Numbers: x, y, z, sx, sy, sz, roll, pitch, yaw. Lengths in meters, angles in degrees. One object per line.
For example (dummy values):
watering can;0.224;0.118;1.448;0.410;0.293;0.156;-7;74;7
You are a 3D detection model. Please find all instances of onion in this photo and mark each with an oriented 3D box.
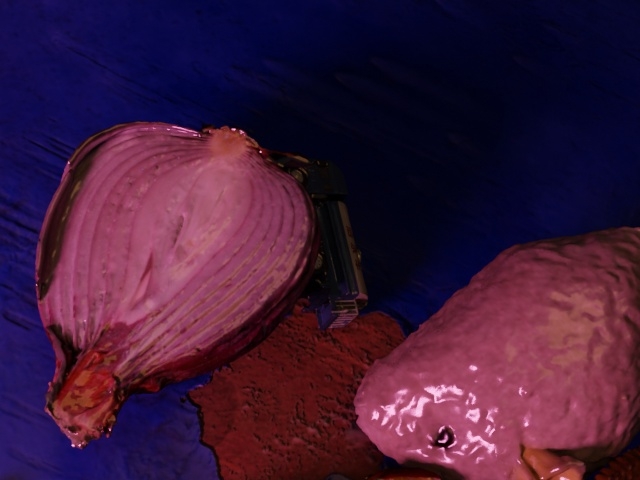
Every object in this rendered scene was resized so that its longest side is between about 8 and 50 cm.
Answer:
onion;-0.160;0.054;0.867;0.267;0.159;0.348;24;64;11

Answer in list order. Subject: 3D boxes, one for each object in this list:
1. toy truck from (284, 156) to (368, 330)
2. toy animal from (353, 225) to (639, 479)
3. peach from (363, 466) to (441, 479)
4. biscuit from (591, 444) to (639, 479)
toy truck;0.000;0.000;0.989;0.088;0.074;0.201;-1;62;-22
toy animal;0.225;0.131;0.900;0.358;0.188;0.226;-42;76;2
peach;0.083;0.304;0.831;0.127;0.092;0.172;-22;67;-14
biscuit;0.316;0.343;0.835;0.305;0.038;0.305;0;89;-33
